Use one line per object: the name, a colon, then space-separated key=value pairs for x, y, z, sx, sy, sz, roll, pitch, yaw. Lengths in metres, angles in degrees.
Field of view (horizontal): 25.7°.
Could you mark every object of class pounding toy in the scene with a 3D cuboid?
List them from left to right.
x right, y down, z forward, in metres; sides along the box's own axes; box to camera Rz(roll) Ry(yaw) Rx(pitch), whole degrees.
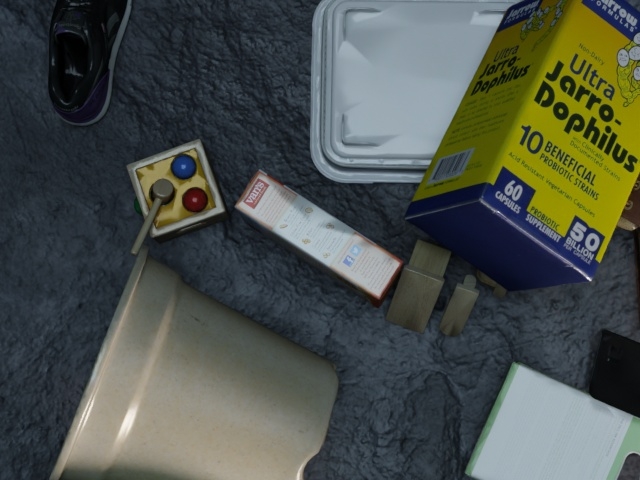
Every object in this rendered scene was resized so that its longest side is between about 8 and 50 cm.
pounding toy: x=-0.211 y=-0.056 z=1.963 sx=0.141 sy=0.100 sz=0.130 roll=-20 pitch=83 yaw=-1

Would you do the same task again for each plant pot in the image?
plant pot: x=-0.153 y=0.214 z=1.842 sx=0.306 sy=0.334 sz=0.333 roll=22 pitch=85 yaw=-6

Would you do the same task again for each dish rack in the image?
dish rack: x=0.152 y=-0.225 z=1.987 sx=0.333 sy=0.072 sz=0.285 roll=1 pitch=83 yaw=1

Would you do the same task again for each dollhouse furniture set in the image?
dollhouse furniture set: x=0.191 y=0.047 z=1.974 sx=0.144 sy=0.123 sz=0.151 roll=21 pitch=50 yaw=4

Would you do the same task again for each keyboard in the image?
keyboard: x=0.510 y=0.188 z=1.851 sx=0.317 sy=0.033 sz=0.201 roll=23 pitch=115 yaw=32

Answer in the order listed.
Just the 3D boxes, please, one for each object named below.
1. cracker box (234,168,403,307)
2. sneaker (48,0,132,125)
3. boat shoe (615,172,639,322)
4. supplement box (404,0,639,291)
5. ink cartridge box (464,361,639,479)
cracker box: x=0.000 y=0.000 z=1.921 sx=0.232 sy=0.156 sz=0.067 roll=32 pitch=85 yaw=5
sneaker: x=-0.330 y=-0.311 z=1.984 sx=0.107 sy=0.124 sz=0.283 roll=2 pitch=83 yaw=2
boat shoe: x=0.451 y=-0.043 z=1.933 sx=0.123 sy=0.123 sz=0.341 roll=-11 pitch=89 yaw=-1
supplement box: x=0.299 y=-0.137 z=1.842 sx=0.194 sy=0.195 sz=0.356 roll=33 pitch=70 yaw=-19
ink cartridge box: x=0.336 y=0.289 z=1.916 sx=0.235 sy=0.056 sz=0.171 roll=24 pitch=85 yaw=9
